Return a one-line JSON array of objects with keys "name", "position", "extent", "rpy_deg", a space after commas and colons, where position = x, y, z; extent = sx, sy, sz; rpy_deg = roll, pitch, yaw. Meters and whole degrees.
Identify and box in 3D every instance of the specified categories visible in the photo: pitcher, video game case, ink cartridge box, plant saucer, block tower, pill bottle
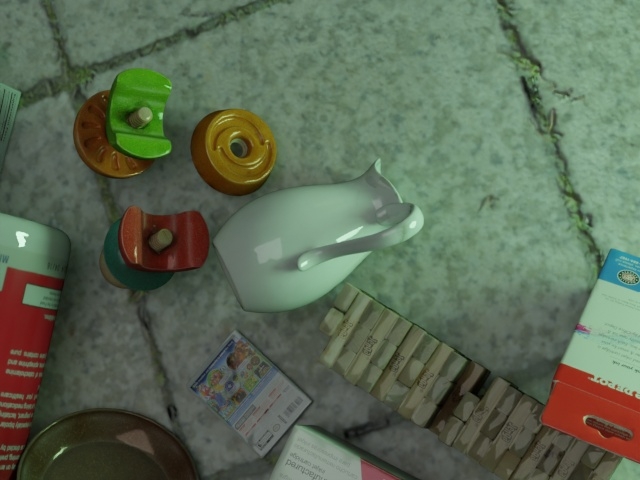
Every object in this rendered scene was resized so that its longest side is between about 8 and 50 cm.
[{"name": "pitcher", "position": [0.000, 0.000, 1.541], "extent": [0.207, 0.178, 0.126], "rpy_deg": [-25, 105, -6]}, {"name": "video game case", "position": [-0.080, 0.171, 1.643], "extent": [0.122, 0.011, 0.087], "rpy_deg": [42, 94, 14]}, {"name": "ink cartridge box", "position": [0.005, 0.339, 1.557], "extent": [0.172, 0.100, 0.237], "rpy_deg": [26, 89, 15]}, {"name": "ink cartridge box", "position": [0.311, 0.133, 1.466], "extent": [0.134, 0.078, 0.231], "rpy_deg": [21, 55, 15]}, {"name": "plant saucer", "position": [-0.233, 0.273, 1.607], "extent": [0.198, 0.036, 0.199], "rpy_deg": [8, 46, -9]}, {"name": "block tower", "position": [0.153, 0.172, 1.549], "extent": [0.335, 0.097, 0.091], "rpy_deg": [32, 91, 16]}, {"name": "pill bottle", "position": [-0.426, 0.164, 1.613], "extent": [0.229, 0.229, 0.408], "rpy_deg": [11, 86, 14]}]

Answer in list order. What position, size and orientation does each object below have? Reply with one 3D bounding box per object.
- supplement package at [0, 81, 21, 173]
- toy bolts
[{"name": "supplement package", "position": [-0.485, -0.137, 1.675], "extent": [0.194, 0.203, 0.149], "rpy_deg": [12, 87, 15]}, {"name": "toy bolts", "position": [-0.177, -0.050, 1.656], "extent": [0.218, 0.158, 0.229], "rpy_deg": [10, 72, -26]}]
